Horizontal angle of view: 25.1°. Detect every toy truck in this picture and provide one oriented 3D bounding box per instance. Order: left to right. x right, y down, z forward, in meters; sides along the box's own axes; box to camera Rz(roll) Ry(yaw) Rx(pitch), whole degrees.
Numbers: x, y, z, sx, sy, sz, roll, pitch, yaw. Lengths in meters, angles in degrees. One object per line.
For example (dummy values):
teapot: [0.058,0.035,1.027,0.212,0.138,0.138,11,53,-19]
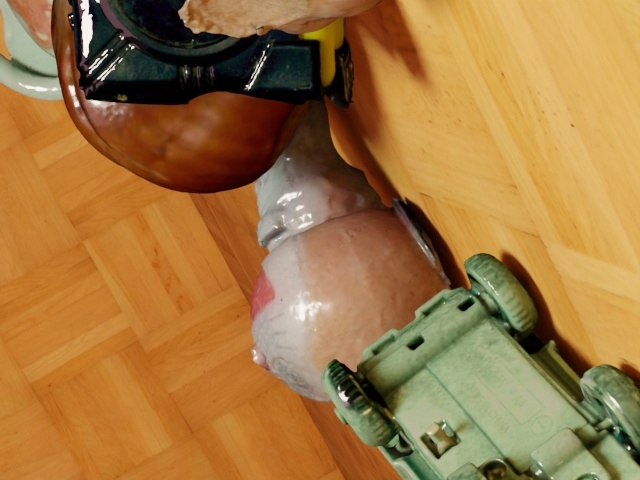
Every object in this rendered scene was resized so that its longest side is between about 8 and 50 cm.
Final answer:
toy truck: [0.126,0.140,0.946,0.156,0.155,0.279,56,176,-36]

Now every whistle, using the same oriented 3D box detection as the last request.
whistle: [0.000,0.000,1.213,0.189,0.189,0.347,88,162,-73]

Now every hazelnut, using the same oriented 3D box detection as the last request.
hazelnut: [-0.106,-0.156,1.099,0.229,0.229,0.229,58,172,14]

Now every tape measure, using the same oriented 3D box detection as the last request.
tape measure: [-0.067,-0.180,0.926,0.112,0.199,0.186,-72,-18,-69]

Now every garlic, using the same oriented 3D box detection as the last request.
garlic: [-0.015,-0.202,0.804,0.131,0.127,0.194,111,158,-56]

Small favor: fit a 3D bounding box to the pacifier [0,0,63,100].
pacifier: [-0.236,-0.296,1.428,0.269,0.288,0.343,-79,-29,-61]
